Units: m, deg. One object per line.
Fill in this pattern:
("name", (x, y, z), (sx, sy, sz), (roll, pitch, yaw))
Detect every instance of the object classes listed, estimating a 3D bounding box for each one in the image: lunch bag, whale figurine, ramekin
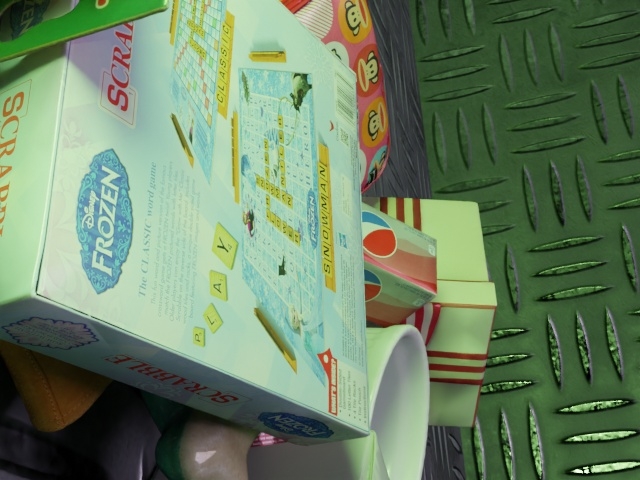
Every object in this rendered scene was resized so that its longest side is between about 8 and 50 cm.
("lunch bag", (-0.039, -0.150, 1.117), (0.258, 0.120, 0.293), (-44, 135, -34))
("whale figurine", (-0.102, 0.091, 0.757), (0.216, 0.141, 0.272), (72, 15, -45))
("ramekin", (0.023, 0.223, 1.056), (0.277, 0.135, 0.277), (5, 90, -71))

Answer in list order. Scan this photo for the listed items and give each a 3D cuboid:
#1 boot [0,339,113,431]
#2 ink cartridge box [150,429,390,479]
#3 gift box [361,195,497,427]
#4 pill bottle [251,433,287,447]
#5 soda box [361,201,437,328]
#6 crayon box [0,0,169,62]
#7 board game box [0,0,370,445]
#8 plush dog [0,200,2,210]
("boot", (-0.177, -0.028, 0.680), (0.295, 0.104, 0.211), (-77, 160, -54))
("ink cartridge box", (-0.019, 0.313, 0.804), (0.117, 0.201, 0.278), (-71, 147, -64))
("gift box", (0.083, 0.110, 1.288), (0.258, 0.276, 0.255), (-88, 175, -53))
("pill bottle", (-0.073, 0.199, 0.912), (0.086, 0.086, 0.152), (28, 52, -72))
("soda box", (0.000, 0.000, 1.043), (0.263, 0.092, 0.083), (25, 47, -22))
("crayon box", (-0.186, -0.252, 0.544), (0.081, 0.202, 0.319), (41, 40, -59))
("board game box", (-0.076, -0.051, 0.645), (0.318, 0.066, 0.319), (35, 47, -49))
("plush dog", (-0.240, -0.115, 0.383), (0.262, 0.210, 0.225), (104, -23, -44))
